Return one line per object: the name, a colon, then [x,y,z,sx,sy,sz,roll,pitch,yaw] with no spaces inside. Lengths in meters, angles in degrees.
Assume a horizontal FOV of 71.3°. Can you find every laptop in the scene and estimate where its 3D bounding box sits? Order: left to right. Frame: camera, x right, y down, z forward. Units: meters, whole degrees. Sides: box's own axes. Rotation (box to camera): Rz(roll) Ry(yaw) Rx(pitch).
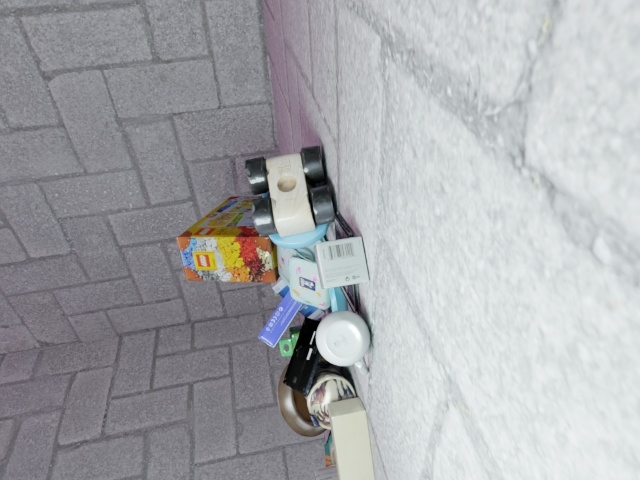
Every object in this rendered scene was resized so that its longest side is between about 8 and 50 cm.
laptop: [-0.023,0.396,1.525,0.264,0.136,0.234,-2,66,60]

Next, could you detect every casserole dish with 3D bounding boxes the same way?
casserole dish: [0.052,0.168,1.339,0.114,0.037,0.188,137,124,-82]

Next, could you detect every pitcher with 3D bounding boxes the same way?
pitcher: [0.067,0.252,1.066,0.178,0.125,0.207,55,176,8]

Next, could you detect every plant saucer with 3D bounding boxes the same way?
plant saucer: [-0.033,0.618,1.788,0.050,0.310,0.311,-28,66,43]

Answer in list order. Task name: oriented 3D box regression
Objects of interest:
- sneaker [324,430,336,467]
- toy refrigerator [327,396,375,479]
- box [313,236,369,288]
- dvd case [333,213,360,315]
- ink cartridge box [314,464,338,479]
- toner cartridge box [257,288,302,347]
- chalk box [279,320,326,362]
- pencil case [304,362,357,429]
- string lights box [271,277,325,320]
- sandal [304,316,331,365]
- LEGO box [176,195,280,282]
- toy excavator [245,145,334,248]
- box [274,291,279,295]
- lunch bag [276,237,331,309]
sneaker: [0.072,0.930,1.900,0.121,0.108,0.302,-112,22,-63]
toy refrigerator: [0.092,0.614,1.319,0.094,0.102,0.269,-141,42,-79]
box: [0.044,0.051,0.982,0.087,0.101,0.102,133,127,-82]
dvd case: [0.068,0.059,1.146,0.164,0.018,0.221,-120,23,-68]
ink cartridge box: [0.065,0.935,1.706,0.218,0.158,0.092,114,146,-78]
toner cartridge box: [-0.113,0.247,1.735,0.348,0.075,0.165,-56,-3,-12]
chalk box: [-0.054,0.410,1.765,0.132,0.213,0.132,-166,66,-81]
pencil case: [0.020,0.537,1.558,0.410,0.160,0.183,124,143,-79]
string lights box: [-0.101,0.229,1.927,0.259,0.077,0.133,44,-170,-25]
sandal: [-0.040,0.475,2.108,0.446,0.107,0.167,-118,20,-54]
LEGO box: [-0.295,-0.024,1.863,0.500,0.372,0.193,-61,-31,-63]
toy excavator: [-0.082,-0.134,1.446,0.445,0.222,0.433,76,-177,-63]
box: [-0.140,0.192,2.220,0.103,0.203,0.114,93,164,-63]
lunch bag: [-0.043,0.087,1.527,0.262,0.160,0.223,50,150,41]
